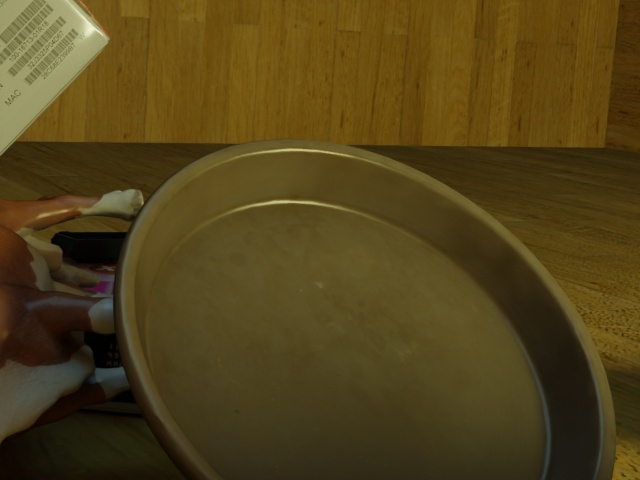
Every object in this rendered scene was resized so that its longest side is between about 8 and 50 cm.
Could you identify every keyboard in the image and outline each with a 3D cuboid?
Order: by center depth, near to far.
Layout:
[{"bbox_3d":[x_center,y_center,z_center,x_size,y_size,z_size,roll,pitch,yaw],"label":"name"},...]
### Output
[{"bbox_3d":[-0.120,0.006,1.040,0.180,0.023,0.108,-1,5,-26],"label":"keyboard"}]

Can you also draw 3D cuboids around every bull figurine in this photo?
[{"bbox_3d":[-0.176,0.050,0.711,0.188,0.101,0.310,-3,27,-17],"label":"bull figurine"}]

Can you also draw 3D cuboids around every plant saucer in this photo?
[{"bbox_3d":[0.024,0.060,0.657,0.277,0.041,0.278,15,46,-16],"label":"plant saucer"}]

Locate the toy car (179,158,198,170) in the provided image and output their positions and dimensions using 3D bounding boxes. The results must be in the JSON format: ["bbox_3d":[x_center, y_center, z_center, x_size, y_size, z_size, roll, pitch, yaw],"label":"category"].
[{"bbox_3d":[0.000,0.000,0.960,0.239,0.053,0.225,18,-16,-5],"label":"toy car"}]

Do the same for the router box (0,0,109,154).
[{"bbox_3d":[-0.301,-0.041,0.790,0.082,0.335,0.301,45,-8,-22],"label":"router box"}]

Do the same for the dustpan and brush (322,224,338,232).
[{"bbox_3d":[0.042,0.079,0.803,0.211,0.147,0.060,19,30,-30],"label":"dustpan and brush"}]

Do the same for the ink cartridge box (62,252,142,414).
[{"bbox_3d":[-0.144,0.055,0.999,0.175,0.069,0.371,5,7,4],"label":"ink cartridge box"}]
